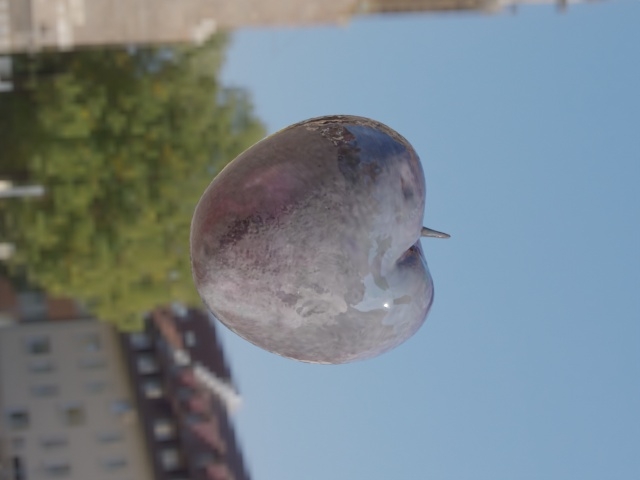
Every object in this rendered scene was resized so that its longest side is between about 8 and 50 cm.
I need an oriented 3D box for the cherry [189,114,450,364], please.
[{"bbox_3d":[-0.002,0.004,1.336,0.140,0.176,0.176,-106,-164,-67],"label":"cherry"}]
